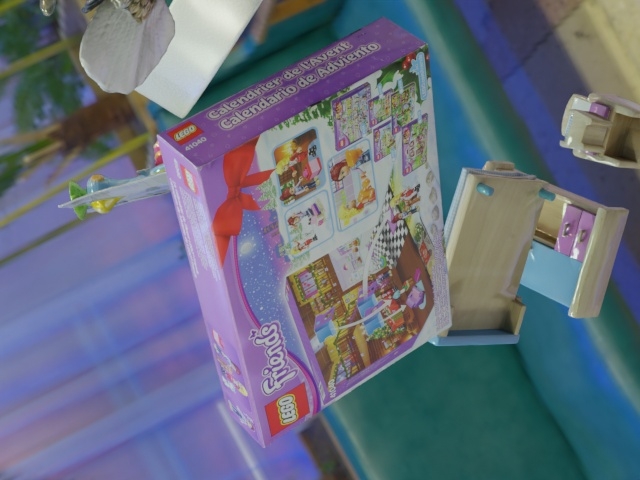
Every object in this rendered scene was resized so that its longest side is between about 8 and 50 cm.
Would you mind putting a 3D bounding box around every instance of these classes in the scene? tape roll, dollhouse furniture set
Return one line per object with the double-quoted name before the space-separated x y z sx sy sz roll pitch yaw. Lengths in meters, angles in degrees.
"tape roll" -0.066 -0.301 1.358 0.072 0.392 0.392 32 167 -9
"dollhouse furniture set" 0.187 -0.049 1.574 0.198 0.303 0.286 27 110 44

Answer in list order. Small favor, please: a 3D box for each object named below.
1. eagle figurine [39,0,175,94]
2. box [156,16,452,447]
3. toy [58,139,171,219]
"eagle figurine" -0.124 -0.259 0.977 0.225 0.226 0.298 28 153 -38
"box" 0.000 0.000 1.041 0.057 0.201 0.293 39 150 40
"toy" -0.147 -0.084 1.403 0.137 0.237 0.056 20 -129 -85
